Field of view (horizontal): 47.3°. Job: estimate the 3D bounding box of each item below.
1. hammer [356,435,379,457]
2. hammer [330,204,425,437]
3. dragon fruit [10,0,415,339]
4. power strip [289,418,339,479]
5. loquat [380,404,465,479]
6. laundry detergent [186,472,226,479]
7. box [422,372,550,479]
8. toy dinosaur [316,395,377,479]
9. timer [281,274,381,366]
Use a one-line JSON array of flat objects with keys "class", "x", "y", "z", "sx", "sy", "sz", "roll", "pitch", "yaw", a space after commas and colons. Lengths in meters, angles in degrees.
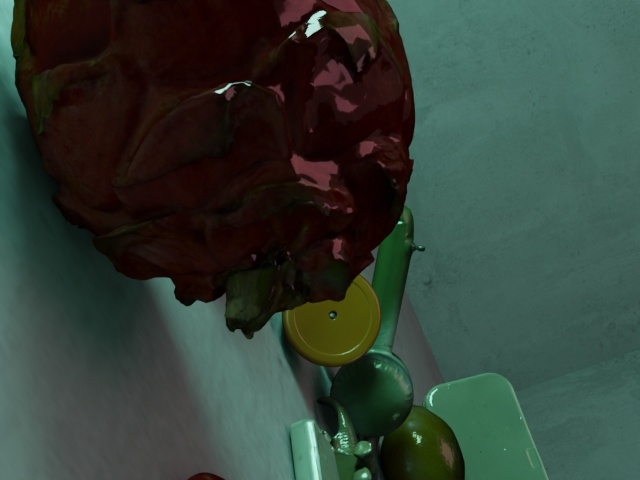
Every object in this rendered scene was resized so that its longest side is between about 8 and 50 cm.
[{"class": "hammer", "x": 0.078, "y": 0.323, "z": 1.154, "sx": 0.287, "sy": 0.033, "sz": 0.111, "roll": -21, "pitch": 89, "yaw": -82}, {"class": "hammer", "x": 0.099, "y": 0.113, "z": 1.079, "sx": 0.206, "sy": 0.118, "sz": 0.336, "roll": 31, "pitch": 71, "yaw": -84}, {"class": "dragon fruit", "x": -0.070, "y": -0.103, "z": 0.517, "sx": 0.277, "sy": 0.277, "sz": 0.343, "roll": 24, "pitch": 50, "yaw": -78}, {"class": "power strip", "x": 0.002, "y": 0.282, "z": 0.781, "sx": 0.192, "sy": 0.035, "sz": 0.081, "roll": -103, "pitch": 167, "yaw": -46}, {"class": "loquat", "x": 0.174, "y": 0.373, "z": 1.261, "sx": 0.152, "sy": 0.152, "sz": 0.195, "roll": 45, "pitch": 36, "yaw": -69}, {"class": "laundry detergent", "x": -0.053, "y": 0.230, "z": 0.539, "sx": 0.165, "sy": 0.049, "sz": 0.097, "roll": 61, "pitch": 8, "yaw": -55}, {"class": "box", "x": 0.312, "y": 0.495, "z": 1.448, "sx": 0.344, "sy": 0.177, "sz": 0.352, "roll": 92, "pitch": -16, "yaw": -58}, {"class": "toy dinosaur", "x": 0.047, "y": 0.329, "z": 0.929, "sx": 0.248, "sy": 0.075, "sz": 0.188, "roll": -109, "pitch": -178, "yaw": -53}, {"class": "timer", "x": 0.001, "y": 0.107, "z": 1.009, "sx": 0.152, "sy": 0.132, "sz": 0.132, "roll": 144, "pitch": -75, "yaw": -75}]
